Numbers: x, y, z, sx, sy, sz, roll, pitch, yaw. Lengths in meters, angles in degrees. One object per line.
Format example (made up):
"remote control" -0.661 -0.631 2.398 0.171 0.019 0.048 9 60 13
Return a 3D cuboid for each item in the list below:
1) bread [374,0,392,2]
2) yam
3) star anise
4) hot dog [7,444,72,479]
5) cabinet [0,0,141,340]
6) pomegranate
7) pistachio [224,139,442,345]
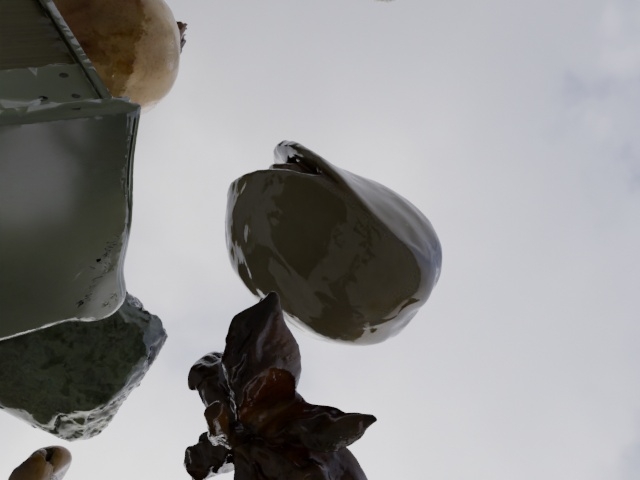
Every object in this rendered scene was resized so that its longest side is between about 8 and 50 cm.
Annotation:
"bread" 0.107 -0.287 0.655 0.316 0.316 0.054 -44 -101 14
"yam" -0.342 0.104 1.104 0.300 0.195 0.195 27 -87 -11
"star anise" -0.049 0.146 0.746 0.196 0.111 0.212 -1 -64 58
"hot dog" -0.393 0.328 1.295 0.060 0.090 0.140 38 -51 10
"cabinet" -0.353 -0.087 0.815 0.318 0.290 0.227 53 -37 39
"pomegranate" -0.283 -0.251 1.225 0.207 0.207 0.207 -8 -106 28
"pistachio" 0.000 0.000 0.945 0.166 0.197 0.288 -37 -139 -21
